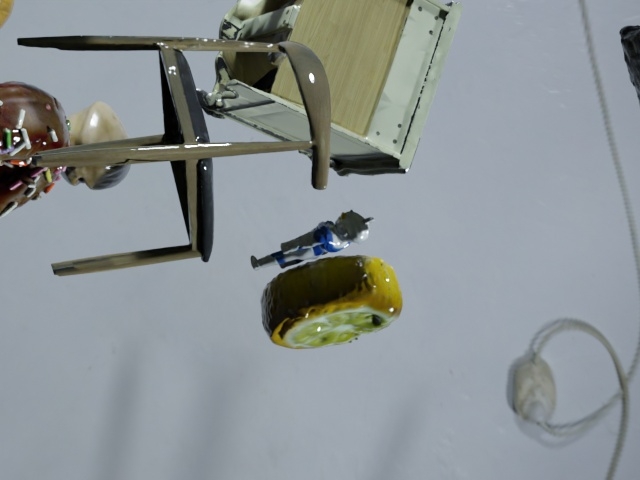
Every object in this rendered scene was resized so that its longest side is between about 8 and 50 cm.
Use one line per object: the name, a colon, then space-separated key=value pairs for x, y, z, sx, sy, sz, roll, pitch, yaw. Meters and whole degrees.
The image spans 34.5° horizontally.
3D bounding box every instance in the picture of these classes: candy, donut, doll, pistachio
candy: x=0.019 y=0.116 z=1.836 sx=0.259 sy=0.260 sz=0.118 roll=-13 pitch=64 yaw=4
donut: x=-0.437 y=-0.099 z=1.301 sx=0.269 sy=0.269 sz=0.103 roll=-31 pitch=75 yaw=7
doll: x=0.000 y=0.000 z=1.683 sx=0.227 sy=0.114 sz=0.057 roll=-20 pitch=75 yaw=33
pistachio: x=-0.394 y=-0.161 z=1.796 sx=0.137 sy=0.238 sz=0.153 roll=23 pitch=85 yaw=-3

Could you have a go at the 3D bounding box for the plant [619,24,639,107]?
plant: x=0.363 y=-0.238 z=1.015 sx=0.146 sy=0.149 sz=0.275 roll=-23 pitch=101 yaw=-16

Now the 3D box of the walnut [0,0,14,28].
walnut: x=-0.520 y=-0.349 z=1.415 sx=0.167 sy=0.207 sz=0.168 roll=0 pitch=90 yaw=27

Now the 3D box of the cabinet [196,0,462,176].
cabinet: x=-0.002 y=-0.290 z=1.616 sx=0.318 sy=0.227 sz=0.290 roll=22 pitch=83 yaw=-27

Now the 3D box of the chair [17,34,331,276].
chair: x=-0.134 y=-0.090 z=0.980 sx=0.272 sy=0.188 sz=0.166 roll=-8 pitch=141 yaw=-13
